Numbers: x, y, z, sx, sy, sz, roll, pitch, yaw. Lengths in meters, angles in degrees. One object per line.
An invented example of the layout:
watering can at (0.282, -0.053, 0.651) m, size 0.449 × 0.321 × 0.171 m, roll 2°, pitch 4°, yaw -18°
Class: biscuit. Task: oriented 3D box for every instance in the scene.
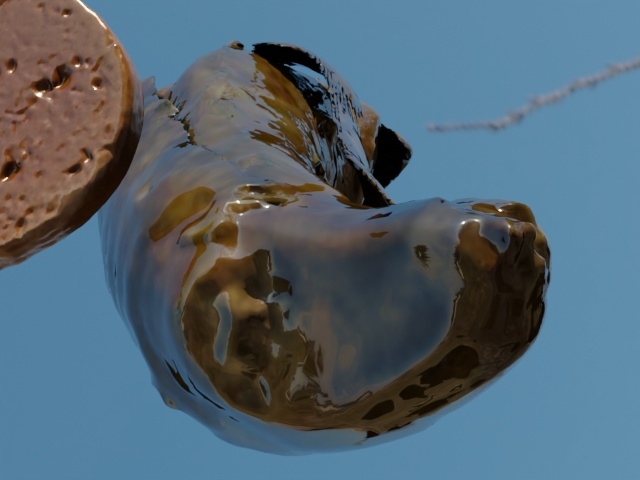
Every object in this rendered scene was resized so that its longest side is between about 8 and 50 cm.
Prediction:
biscuit at (-0.117, -0.029, 0.598) m, size 0.130 × 0.102 × 0.019 m, roll -24°, pitch -28°, yaw 5°

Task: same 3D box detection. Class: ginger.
ginger at (-0.014, -0.002, 0.669) m, size 0.133 × 0.309 × 0.107 m, roll 3°, pitch -73°, yaw -7°
